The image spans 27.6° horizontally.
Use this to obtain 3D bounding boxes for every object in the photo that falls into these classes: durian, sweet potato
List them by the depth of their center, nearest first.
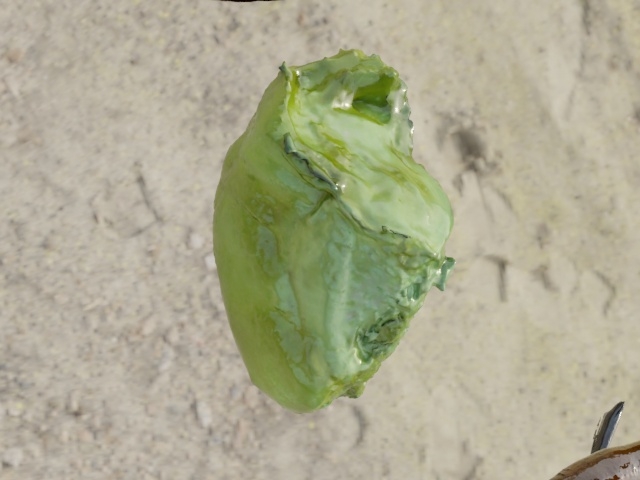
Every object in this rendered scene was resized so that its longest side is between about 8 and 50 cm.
[{"bbox_3d":[0.000,0.000,1.276,0.204,0.256,0.339,11,117,-39],"label":"durian"},{"bbox_3d":[0.309,0.231,1.324,0.265,0.057,0.057,-16,91,-32],"label":"sweet potato"}]

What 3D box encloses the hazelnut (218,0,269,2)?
[{"bbox_3d":[-0.024,-0.201,0.593,0.204,0.178,0.178,17,67,-3],"label":"hazelnut"}]

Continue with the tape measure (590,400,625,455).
[{"bbox_3d":[0.389,0.373,1.603,0.351,0.215,0.098,-54,153,-33],"label":"tape measure"}]
